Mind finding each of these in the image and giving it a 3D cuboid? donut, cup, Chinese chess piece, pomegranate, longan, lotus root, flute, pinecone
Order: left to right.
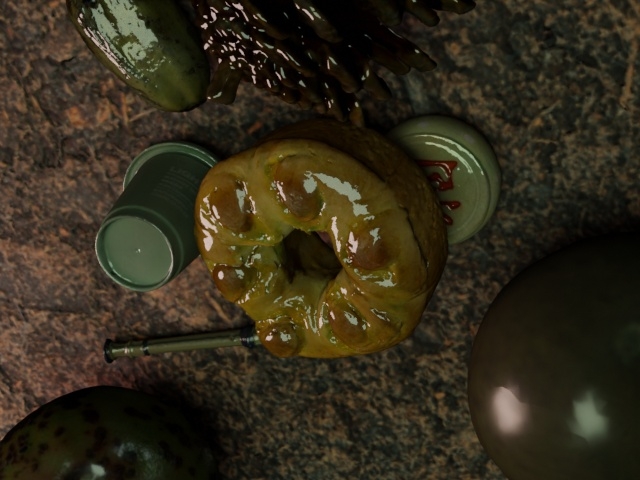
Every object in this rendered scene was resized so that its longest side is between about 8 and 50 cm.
[{"bbox_3d":[-0.204,0.278,1.464,0.242,0.242,0.306,-5,153,17],"label":"pomegranate"},{"bbox_3d":[-0.165,-0.190,1.295,0.089,0.080,0.179,-33,106,12],"label":"lotus root"},{"bbox_3d":[-0.142,-0.018,1.333,0.120,0.141,0.120,6,117,12],"label":"cup"},{"bbox_3d":[-0.108,0.099,1.441,0.233,0.027,0.027,-7,111,18],"label":"flute"},{"bbox_3d":[0.002,0.001,1.270,0.226,0.114,0.227,14,127,20],"label":"donut"},{"bbox_3d":[0.013,-0.232,1.159,0.309,0.244,0.244,-38,100,5],"label":"pinecone"},{"bbox_3d":[0.102,-0.053,1.301,0.122,0.051,0.122,6,115,12],"label":"Chinese chess piece"},{"bbox_3d":[0.239,0.108,1.234,0.248,0.248,0.248,6,115,13],"label":"longan"}]
